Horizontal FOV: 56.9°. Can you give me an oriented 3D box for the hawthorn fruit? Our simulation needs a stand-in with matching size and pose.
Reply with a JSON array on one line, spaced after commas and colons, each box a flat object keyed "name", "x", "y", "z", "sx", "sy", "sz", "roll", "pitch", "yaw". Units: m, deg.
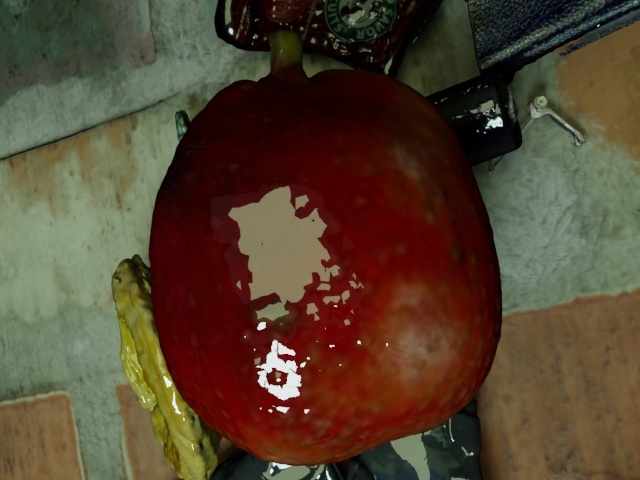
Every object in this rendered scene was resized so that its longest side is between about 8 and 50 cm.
[{"name": "hawthorn fruit", "x": 0.000, "y": 0.000, "z": 0.443, "sx": 0.265, "sy": 0.265, "sz": 0.307, "roll": 0, "pitch": 98, "yaw": 20}]

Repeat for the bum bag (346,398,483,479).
[{"name": "bum bag", "x": 0.085, "y": 0.166, "z": 0.557, "sx": 0.137, "sy": 0.074, "sz": 0.310, "roll": -11, "pitch": 71, "yaw": 23}]

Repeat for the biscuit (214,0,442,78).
[{"name": "biscuit", "x": 0.007, "y": -0.248, "z": 0.617, "sx": 0.235, "sy": 0.063, "sz": 0.151, "roll": 21, "pitch": 95, "yaw": 17}]

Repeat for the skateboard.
[{"name": "skateboard", "x": 0.200, "y": -0.086, "z": 0.559, "sx": 0.064, "sy": 0.032, "sz": 0.083, "roll": 43, "pitch": 98, "yaw": 7}]

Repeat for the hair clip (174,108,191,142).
[{"name": "hair clip", "x": -0.114, "y": -0.040, "z": 0.654, "sx": 0.036, "sy": 0.066, "sz": 0.229, "roll": -28, "pitch": 83, "yaw": -11}]

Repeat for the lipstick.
[{"name": "lipstick", "x": 0.042, "y": -0.075, "z": 0.577, "sx": 0.299, "sy": 0.081, "sz": 0.081, "roll": -17, "pitch": 81, "yaw": 25}]

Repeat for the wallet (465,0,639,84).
[{"name": "wallet", "x": 0.217, "y": -0.291, "z": 0.497, "sx": 0.221, "sy": 0.071, "sz": 0.262, "roll": -21, "pitch": 72, "yaw": 54}]

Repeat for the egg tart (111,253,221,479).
[{"name": "egg tart", "x": -0.139, "y": 0.123, "z": 0.591, "sx": 0.105, "sy": 0.241, "sz": 0.241, "roll": -19, "pitch": 78, "yaw": -23}]

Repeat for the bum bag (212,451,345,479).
[{"name": "bum bag", "x": -0.079, "y": 0.286, "z": 0.618, "sx": 0.248, "sy": 0.060, "sz": 0.123, "roll": -35, "pitch": 77, "yaw": 15}]
